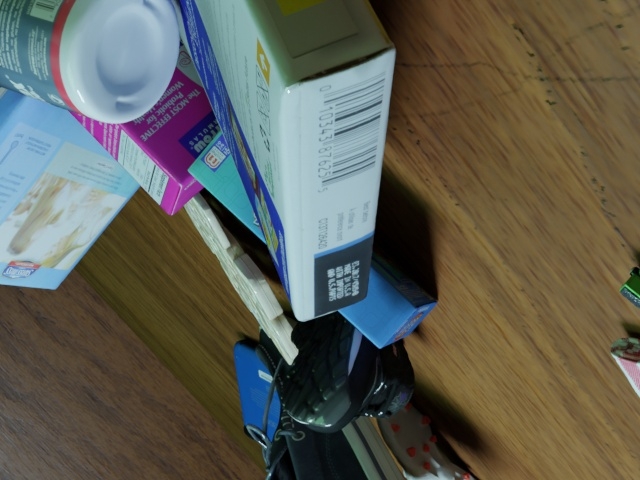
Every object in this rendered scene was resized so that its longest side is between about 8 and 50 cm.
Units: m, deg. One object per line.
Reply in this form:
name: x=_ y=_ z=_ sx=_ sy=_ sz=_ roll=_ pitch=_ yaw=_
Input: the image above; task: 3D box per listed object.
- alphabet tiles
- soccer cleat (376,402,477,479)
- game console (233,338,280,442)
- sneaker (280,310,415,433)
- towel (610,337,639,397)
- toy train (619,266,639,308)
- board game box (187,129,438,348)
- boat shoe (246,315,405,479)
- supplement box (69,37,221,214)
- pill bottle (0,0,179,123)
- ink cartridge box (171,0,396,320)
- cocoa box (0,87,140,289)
alphabet tiles: x=-0.106 y=0.014 z=1.145 sx=0.284 sy=0.021 sz=0.278 roll=47 pitch=167 yaw=47
soccer cleat: x=0.120 y=0.268 z=1.213 sx=0.076 sy=0.068 sz=0.196 roll=-17 pitch=120 yaw=48
game console: x=0.003 y=0.288 z=1.608 sx=0.293 sy=0.173 sz=0.250 roll=13 pitch=112 yaw=59
sneaker: x=0.045 y=0.120 z=0.940 sx=0.124 sy=0.107 sz=0.283 roll=39 pitch=-168 yaw=-7
towel: x=0.283 y=0.128 z=0.612 sx=0.144 sy=0.029 sz=0.197 roll=53 pitch=164 yaw=-22
toy train: x=0.215 y=0.047 z=0.587 sx=0.083 sy=0.024 sz=0.017 roll=42 pitch=162 yaw=14
board game box: x=0.000 y=0.000 z=0.838 sx=0.210 sy=0.047 sz=0.160 roll=43 pitch=-173 yaw=11
boat shoe: x=-0.001 y=0.264 z=1.204 sx=0.187 sy=0.156 sz=0.500 roll=60 pitch=178 yaw=-38
supplement box: x=-0.164 y=-0.145 z=0.877 sx=0.220 sy=0.111 sz=0.114 roll=46 pitch=162 yaw=-2
pill bottle: x=-0.204 y=-0.158 z=0.731 sx=0.180 sy=0.108 sz=0.108 roll=21 pitch=152 yaw=30
ink cartridge box: x=-0.047 y=-0.139 z=0.634 sx=0.303 sy=0.072 sz=0.307 roll=87 pitch=162 yaw=-66
cocoa box: x=-0.370 y=-0.105 z=1.073 sx=0.228 sy=0.231 sz=0.347 roll=40 pitch=-176 yaw=12
